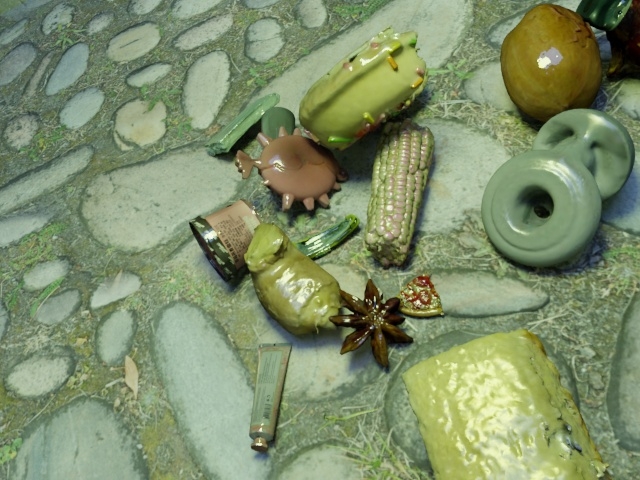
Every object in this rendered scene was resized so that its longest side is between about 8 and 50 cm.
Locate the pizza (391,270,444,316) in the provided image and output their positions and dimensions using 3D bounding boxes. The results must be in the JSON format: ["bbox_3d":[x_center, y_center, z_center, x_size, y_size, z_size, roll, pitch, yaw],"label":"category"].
[{"bbox_3d":[0.175,0.108,1.107,0.099,0.029,0.100,-17,51,8],"label":"pizza"}]

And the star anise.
[{"bbox_3d":[0.093,0.149,1.059,0.168,0.057,0.168,8,59,-13],"label":"star anise"}]

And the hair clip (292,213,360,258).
[{"bbox_3d":[0.000,0.000,1.243,0.188,0.033,0.060,-29,49,1],"label":"hair clip"}]

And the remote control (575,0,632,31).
[{"bbox_3d":[0.580,-0.475,1.202,0.042,0.072,0.222,23,25,-4],"label":"remote control"}]

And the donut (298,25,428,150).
[{"bbox_3d":[0.098,-0.316,1.267,0.307,0.150,0.371,-32,5,15],"label":"donut"}]

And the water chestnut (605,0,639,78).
[{"bbox_3d":[0.706,-0.428,1.219,0.224,0.238,0.223,19,37,-15],"label":"water chestnut"}]

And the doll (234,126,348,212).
[{"bbox_3d":[-0.060,-0.162,1.301,0.262,0.093,0.211,-3,69,-22],"label":"doll"}]

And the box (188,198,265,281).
[{"bbox_3d":[-0.187,-0.010,1.249,0.135,0.151,0.151,-34,51,-17],"label":"box"}]

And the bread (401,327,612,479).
[{"bbox_3d":[0.282,0.329,0.824,0.236,0.165,0.375,-21,52,9],"label":"bread"}]

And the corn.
[{"bbox_3d":[0.160,-0.106,1.218,0.127,0.126,0.335,4,61,22],"label":"corn"}]

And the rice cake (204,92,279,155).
[{"bbox_3d":[-0.198,-0.303,1.503,0.211,0.038,0.124,-49,24,-21],"label":"rice cake"}]

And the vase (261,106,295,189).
[{"bbox_3d":[-0.102,-0.219,1.413,0.086,0.086,0.214,-10,57,12],"label":"vase"}]

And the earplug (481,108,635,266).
[{"bbox_3d":[0.448,-0.100,1.088,0.214,0.175,0.325,37,83,31],"label":"earplug"}]

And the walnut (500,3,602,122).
[{"bbox_3d":[0.487,-0.388,1.243,0.203,0.203,0.298,-11,65,11],"label":"walnut"}]

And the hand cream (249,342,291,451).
[{"bbox_3d":[-0.098,0.281,1.074,0.067,0.043,0.209,-4,49,14],"label":"hand cream"}]

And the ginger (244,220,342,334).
[{"bbox_3d":[-0.060,0.084,1.136,0.138,0.152,0.267,-41,75,-13],"label":"ginger"}]
